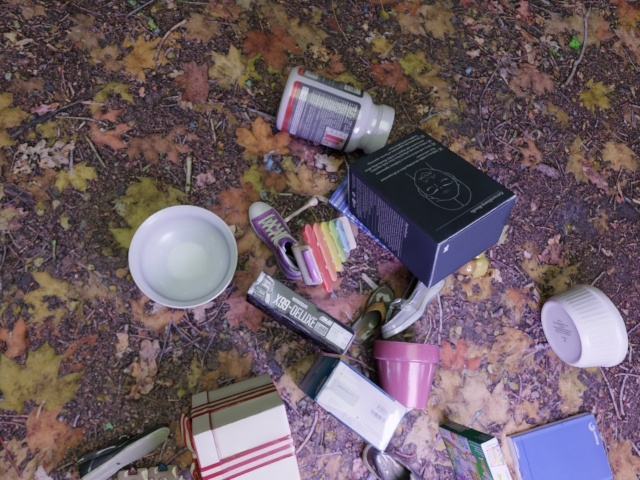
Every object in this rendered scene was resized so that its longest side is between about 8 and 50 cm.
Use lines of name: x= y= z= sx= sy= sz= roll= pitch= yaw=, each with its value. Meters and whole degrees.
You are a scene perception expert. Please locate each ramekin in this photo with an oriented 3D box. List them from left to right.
ramekin: x=0.847 y=0.289 z=1.364 sx=0.127 sy=0.273 sz=0.273 roll=-14 pitch=80 yaw=-2

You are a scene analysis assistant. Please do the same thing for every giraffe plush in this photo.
giraffe plush: x=0.504 y=0.048 z=1.400 sx=0.210 sy=0.181 sz=0.171 roll=-4 pitch=89 yaw=5

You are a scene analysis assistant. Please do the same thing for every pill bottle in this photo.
pill bottle: x=0.048 y=-0.418 z=1.389 sx=0.362 sy=0.210 sz=0.211 roll=18 pitch=74 yaw=-7

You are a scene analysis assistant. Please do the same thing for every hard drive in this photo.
hard drive: x=0.783 y=0.712 z=1.357 sx=0.318 sy=0.040 sz=0.211 roll=-9 pitch=79 yaw=-13

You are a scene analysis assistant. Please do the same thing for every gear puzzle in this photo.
gear puzzle: x=-0.443 y=0.774 z=1.092 sx=0.175 sy=0.044 sz=0.340 roll=-5 pitch=77 yaw=-5

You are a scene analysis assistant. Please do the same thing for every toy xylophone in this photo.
toy xylophone: x=0.000 y=0.000 z=1.250 sx=0.237 sy=0.081 sz=0.323 roll=66 pitch=30 yaw=-18

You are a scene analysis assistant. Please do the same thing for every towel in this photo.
towel: x=0.220 y=-0.122 z=1.443 sx=0.335 sy=0.040 sz=0.243 roll=37 pitch=72 yaw=-1

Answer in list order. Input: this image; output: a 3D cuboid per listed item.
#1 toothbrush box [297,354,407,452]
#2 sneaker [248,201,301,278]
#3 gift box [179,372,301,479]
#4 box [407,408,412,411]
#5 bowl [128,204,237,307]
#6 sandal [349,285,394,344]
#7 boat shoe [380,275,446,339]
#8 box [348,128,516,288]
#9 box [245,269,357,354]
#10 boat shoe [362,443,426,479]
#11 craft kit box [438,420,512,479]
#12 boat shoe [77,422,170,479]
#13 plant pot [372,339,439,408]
toothbrush box: x=0.073 y=0.434 z=1.147 sx=0.216 sy=0.295 sz=0.126 roll=37 pitch=72 yaw=0
sneaker: x=-0.126 y=-0.019 z=1.286 sx=0.102 sy=0.161 sz=0.282 roll=-34 pitch=84 yaw=-15
gift box: x=-0.219 y=0.528 z=1.096 sx=0.257 sy=0.276 sz=0.256 roll=-13 pitch=93 yaw=-18
box: x=0.222 y=0.511 z=1.298 sx=0.136 sy=0.028 sz=0.081 roll=-19 pitch=81 yaw=-17
bowl: x=-0.394 y=0.055 z=1.226 sx=0.297 sy=0.134 sz=0.298 roll=2 pitch=77 yaw=-10
sandal: x=0.167 y=0.241 z=1.334 sx=0.090 sy=0.060 sz=0.219 roll=44 pitch=73 yaw=1
boat shoe: x=0.283 y=0.193 z=1.325 sx=0.103 sy=0.118 sz=0.320 roll=45 pitch=58 yaw=8
box: x=0.314 y=-0.111 z=1.256 sx=0.293 sy=0.212 sz=0.395 roll=-29 pitch=54 yaw=-17
box: x=-0.068 y=0.217 z=1.198 sx=0.307 sy=0.242 sz=0.077 roll=33 pitch=73 yaw=-1
boat shoe: x=0.247 y=0.714 z=1.220 sx=0.285 sy=0.092 sz=0.103 roll=44 pitch=73 yaw=1
craft kit box: x=0.460 y=0.671 z=1.193 sx=0.060 sy=0.250 sz=0.247 roll=-19 pitch=80 yaw=-15
boat shoe: x=-0.525 y=0.553 z=1.110 sx=0.232 sy=0.084 sz=0.079 roll=-25 pitch=48 yaw=-21
plant pot: x=0.253 y=0.397 z=1.239 sx=0.201 sy=0.201 sz=0.181 roll=7 pitch=74 yaw=-10
